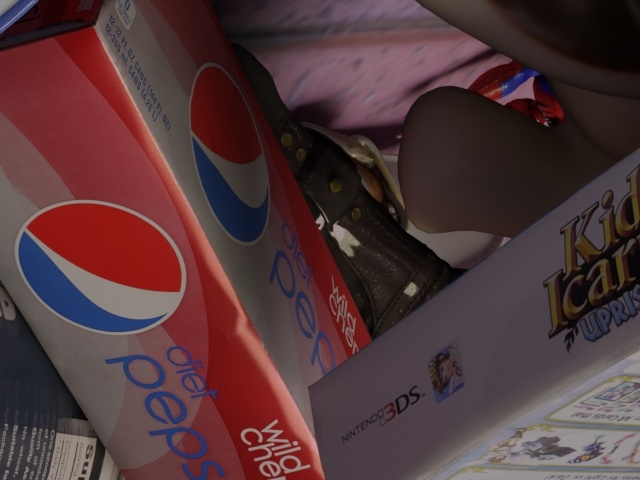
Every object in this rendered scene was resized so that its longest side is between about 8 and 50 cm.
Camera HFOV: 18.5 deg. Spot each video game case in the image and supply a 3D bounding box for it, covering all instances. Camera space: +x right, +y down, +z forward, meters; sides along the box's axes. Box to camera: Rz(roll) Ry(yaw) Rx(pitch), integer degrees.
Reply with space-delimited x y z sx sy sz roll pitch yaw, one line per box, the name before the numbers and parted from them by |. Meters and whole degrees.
video game case | 0.173 0.029 0.655 0.269 0.061 0.244 6 148 -36

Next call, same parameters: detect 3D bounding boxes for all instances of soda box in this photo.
soda box | -0.052 0.011 0.721 0.083 0.092 0.263 -13 127 20

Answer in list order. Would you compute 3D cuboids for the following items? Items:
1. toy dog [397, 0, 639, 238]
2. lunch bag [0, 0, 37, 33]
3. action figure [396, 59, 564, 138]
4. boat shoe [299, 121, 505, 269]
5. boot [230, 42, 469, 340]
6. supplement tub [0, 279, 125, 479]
toy dog | 0.178 -0.115 0.686 0.395 0.285 0.408 -9 164 39
lunch bag | -0.073 -0.156 0.460 0.303 0.115 0.243 -37 165 19
action figure | 0.155 -0.069 1.046 0.139 0.091 0.280 -38 -169 -26
boat shoe | 0.000 0.000 1.031 0.302 0.113 0.103 -13 157 -43
boot | -0.027 0.012 0.866 0.263 0.229 0.091 -26 -148 54
supplement tub | -0.188 0.062 0.729 0.191 0.191 0.272 -35 164 8
